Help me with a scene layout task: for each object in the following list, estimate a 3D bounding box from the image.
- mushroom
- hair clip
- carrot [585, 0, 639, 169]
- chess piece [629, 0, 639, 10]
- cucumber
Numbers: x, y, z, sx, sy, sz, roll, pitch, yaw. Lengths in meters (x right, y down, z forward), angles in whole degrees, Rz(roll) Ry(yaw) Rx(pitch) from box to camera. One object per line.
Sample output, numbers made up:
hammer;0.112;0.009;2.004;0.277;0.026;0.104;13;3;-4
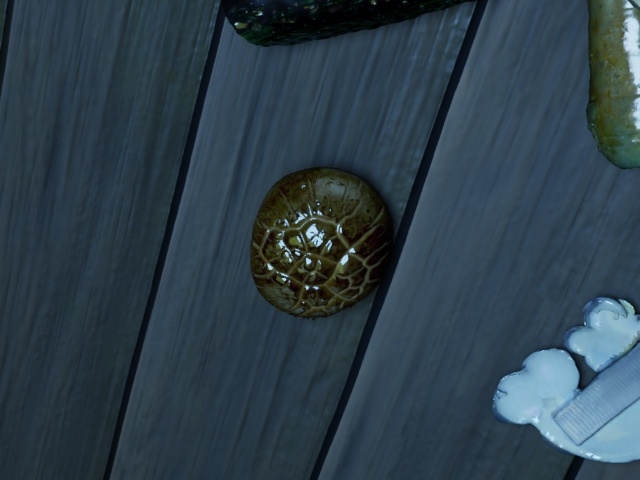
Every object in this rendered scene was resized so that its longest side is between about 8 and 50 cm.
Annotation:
mushroom;-0.002;0.004;0.878;0.109;0.085;0.126;7;116;22
hair clip;0.217;0.110;0.835;0.116;0.049;0.172;47;123;9
carrot;0.205;-0.194;0.729;0.078;0.078;0.298;-2;101;26
chess piece;0.090;-0.277;0.685;0.397;0.117;0.117;51;121;12
cucumber;0.046;-0.189;0.797;0.241;0.074;0.074;-7;105;26
